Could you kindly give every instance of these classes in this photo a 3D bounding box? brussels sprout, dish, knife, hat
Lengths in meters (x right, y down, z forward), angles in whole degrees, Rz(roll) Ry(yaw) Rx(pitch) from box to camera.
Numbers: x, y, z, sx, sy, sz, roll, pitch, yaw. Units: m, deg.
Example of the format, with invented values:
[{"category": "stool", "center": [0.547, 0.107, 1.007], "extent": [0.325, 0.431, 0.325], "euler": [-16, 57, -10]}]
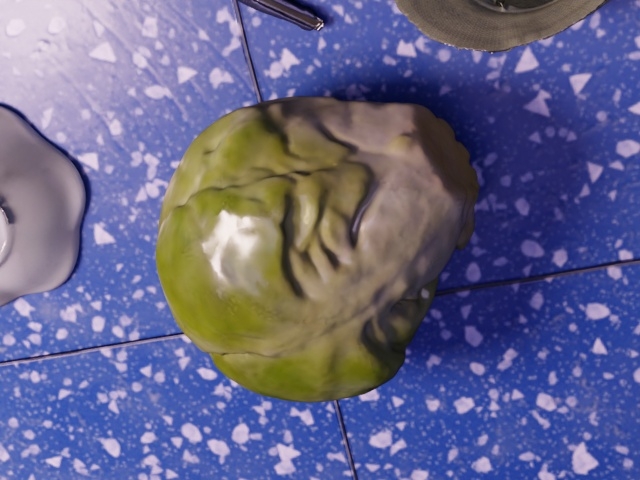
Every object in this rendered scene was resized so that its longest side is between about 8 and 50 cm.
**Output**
[{"category": "brussels sprout", "center": [-0.014, -0.002, 1.585], "extent": [0.273, 0.242, 0.316], "euler": [28, 111, -6]}, {"category": "dish", "center": [-0.355, -0.023, 1.728], "extent": [0.229, 0.081, 0.229], "euler": [3, 110, 9]}, {"category": "knife", "center": [-0.050, -0.233, 1.631], "extent": [0.121, 0.018, 0.031], "euler": [25, 114, -1]}, {"category": "hat", "center": [0.195, -0.247, 1.524], "extent": [0.252, 0.252, 0.110], "euler": [-18, 147, 16]}]
